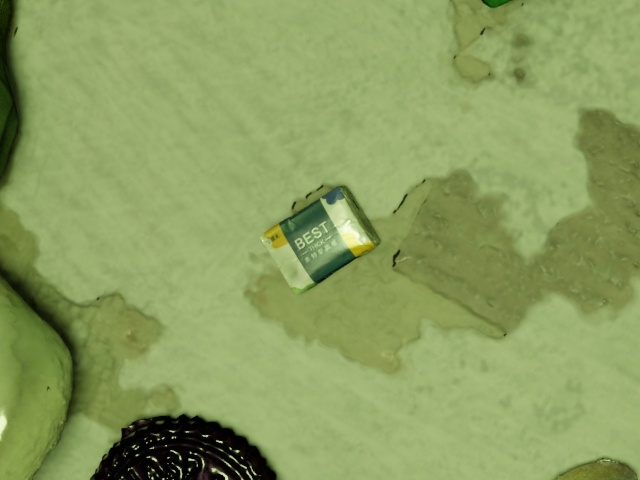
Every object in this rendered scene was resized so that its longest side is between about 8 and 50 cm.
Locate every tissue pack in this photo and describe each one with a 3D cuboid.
[{"bbox_3d":[0.000,0.000,0.875,0.083,0.042,0.062,-32,87,12],"label":"tissue pack"}]

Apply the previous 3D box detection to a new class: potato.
[{"bbox_3d":[0.211,0.211,0.843,0.093,0.036,0.037,-29,48,-6],"label":"potato"}]

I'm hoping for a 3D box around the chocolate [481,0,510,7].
[{"bbox_3d":[0.232,-0.380,0.751,0.341,0.161,0.360,-16,89,12],"label":"chocolate"}]

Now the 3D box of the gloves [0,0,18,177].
[{"bbox_3d":[-0.320,-0.118,0.900,0.135,0.107,0.268,-1,69,34],"label":"gloves"}]

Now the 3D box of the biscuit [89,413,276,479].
[{"bbox_3d":[-0.121,0.248,0.905,0.194,0.053,0.195,0,91,12],"label":"biscuit"}]

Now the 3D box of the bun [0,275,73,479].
[{"bbox_3d":[-0.346,0.141,0.896,0.272,0.168,0.273,-2,77,9],"label":"bun"}]
